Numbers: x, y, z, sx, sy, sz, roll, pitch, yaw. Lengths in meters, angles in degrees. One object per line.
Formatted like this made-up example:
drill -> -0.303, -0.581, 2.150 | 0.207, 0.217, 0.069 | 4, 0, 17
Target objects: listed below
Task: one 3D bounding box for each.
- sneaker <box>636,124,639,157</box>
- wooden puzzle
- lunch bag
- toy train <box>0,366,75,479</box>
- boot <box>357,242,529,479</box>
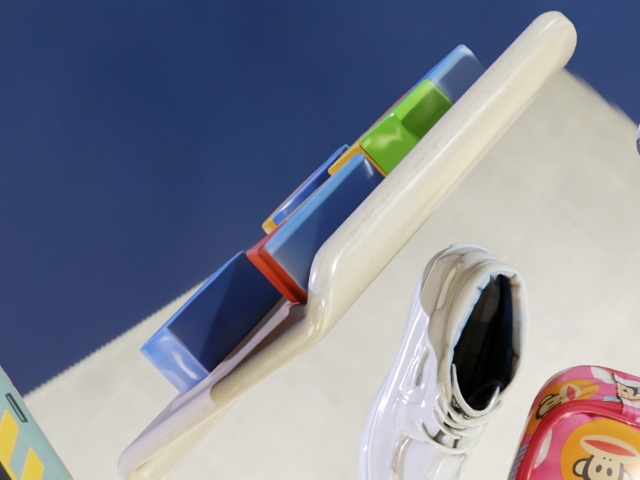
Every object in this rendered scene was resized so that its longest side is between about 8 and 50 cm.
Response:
sneaker -> 0.382, -0.110, 1.357 | 0.272, 0.108, 0.100 | -22, -93, 20
wooden puzzle -> 0.000, 0.000, 1.172 | 0.080, 0.348, 0.322 | 43, -127, 0
lunch bag -> 0.266, 0.247, 1.237 | 0.293, 0.120, 0.258 | 15, -76, 3
toy train -> -0.247, 0.096, 0.938 | 0.142, 0.190, 0.334 | -40, -101, 22
boot -> 0.099, 0.132, 1.363 | 0.095, 0.123, 0.258 | 11, -86, -11
